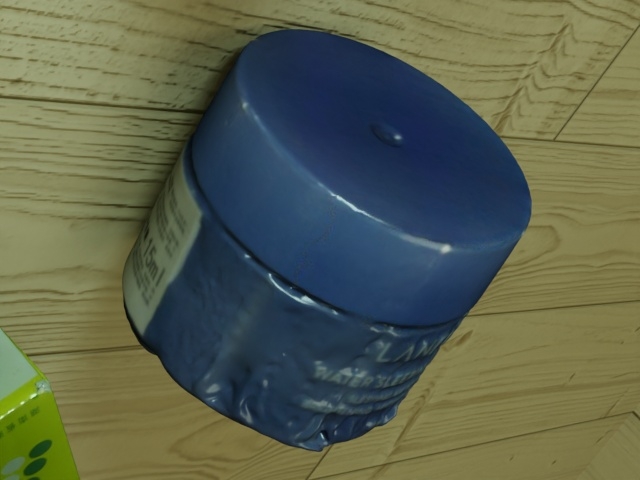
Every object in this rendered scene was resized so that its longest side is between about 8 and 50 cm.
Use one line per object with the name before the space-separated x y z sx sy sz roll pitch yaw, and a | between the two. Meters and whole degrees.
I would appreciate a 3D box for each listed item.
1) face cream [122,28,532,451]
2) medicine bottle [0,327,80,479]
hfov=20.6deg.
face cream | 0.000 0.000 1.328 0.249 0.249 0.225 -13 143 -48
medicine bottle | -0.270 0.152 1.292 0.137 0.141 0.250 -38 154 -20
